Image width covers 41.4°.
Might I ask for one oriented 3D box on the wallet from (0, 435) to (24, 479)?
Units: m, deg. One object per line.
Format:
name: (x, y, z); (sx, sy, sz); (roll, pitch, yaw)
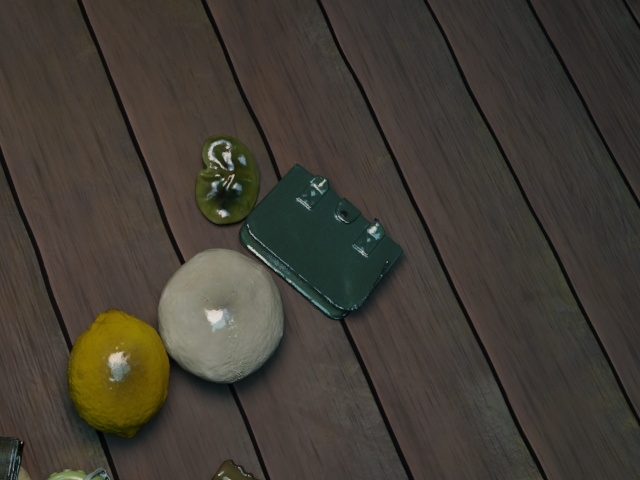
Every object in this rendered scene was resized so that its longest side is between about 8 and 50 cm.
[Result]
wallet: (-0.712, 0.439, 1.576); (0.316, 0.044, 0.169); (1, 71, 14)

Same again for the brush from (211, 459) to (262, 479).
brush: (-0.087, 0.553, 1.721); (0.301, 0.071, 0.084); (33, 64, -5)

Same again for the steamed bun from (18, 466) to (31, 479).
steamed bun: (-0.616, 0.475, 1.619); (0.130, 0.091, 0.112); (33, 67, 1)

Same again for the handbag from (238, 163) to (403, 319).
handbag: (0.000, 0.001, 1.922); (0.326, 0.089, 0.238); (39, 66, 3)

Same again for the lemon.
lemon: (-0.401, 0.264, 1.683); (0.204, 0.204, 0.260); (-6, 86, -14)

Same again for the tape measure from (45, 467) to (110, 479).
tape measure: (-0.483, 0.522, 1.634); (0.154, 0.087, 0.178); (12, 67, -3)

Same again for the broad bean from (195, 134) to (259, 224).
broad bean: (-0.214, -0.137, 1.942); (0.153, 0.072, 0.207); (-6, 84, -11)

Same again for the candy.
candy: (-0.204, 0.153, 1.769); (0.295, 0.185, 0.296); (4, 68, -9)
